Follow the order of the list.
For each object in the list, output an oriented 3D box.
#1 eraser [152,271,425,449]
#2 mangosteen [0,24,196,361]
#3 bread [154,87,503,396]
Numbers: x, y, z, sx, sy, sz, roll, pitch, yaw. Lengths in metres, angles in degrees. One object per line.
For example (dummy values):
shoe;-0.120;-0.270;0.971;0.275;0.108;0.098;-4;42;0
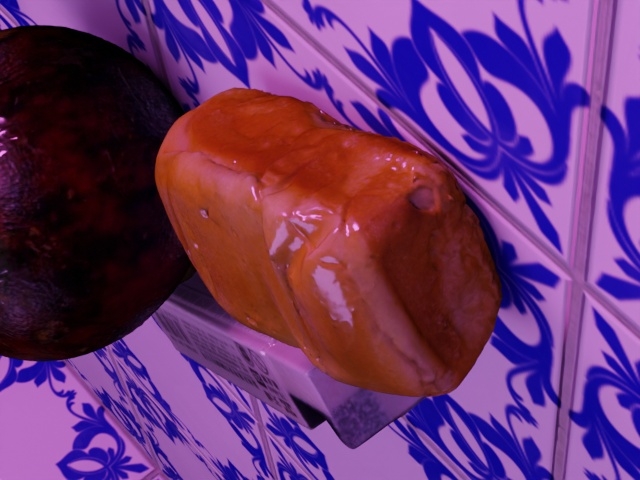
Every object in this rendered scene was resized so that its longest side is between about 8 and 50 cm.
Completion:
eraser;-0.048;0.086;1.518;0.404;0.096;0.098;18;141;61
mangosteen;-0.228;-0.049;1.498;0.306;0.359;0.306;13;108;44
bread;0.000;0.000;1.153;0.294;0.132;0.167;32;147;54
